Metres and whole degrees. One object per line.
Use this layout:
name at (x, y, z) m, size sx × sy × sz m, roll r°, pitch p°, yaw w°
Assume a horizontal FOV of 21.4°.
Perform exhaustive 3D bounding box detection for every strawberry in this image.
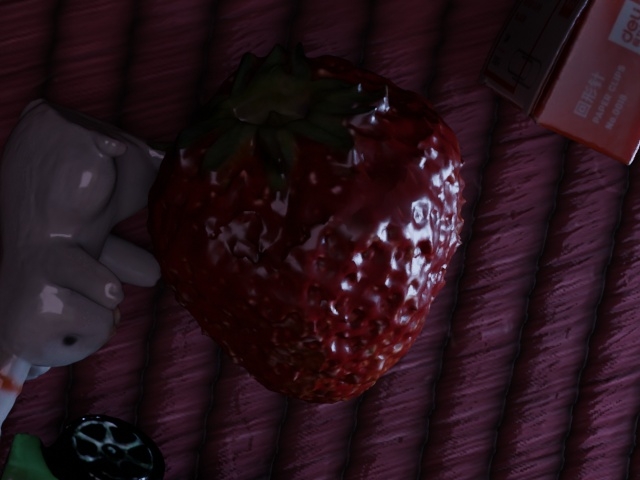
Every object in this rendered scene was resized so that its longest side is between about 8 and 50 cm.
strawberry at (0.000, 0.000, 1.319) m, size 0.257 × 0.257 × 0.277 m, roll -18°, pitch 128°, yaw -2°

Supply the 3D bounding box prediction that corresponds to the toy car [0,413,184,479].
toy car at (-0.162, 0.287, 1.362) m, size 0.358 × 0.176 × 0.213 m, roll 23°, pitch 117°, yaw -11°

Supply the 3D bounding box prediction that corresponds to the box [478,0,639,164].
box at (0.208, -0.149, 1.333) m, size 0.099 × 0.182 × 0.133 m, roll 24°, pitch 101°, yaw -11°

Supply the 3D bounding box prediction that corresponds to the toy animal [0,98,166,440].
toy animal at (-0.200, 0.033, 1.347) m, size 0.138 × 0.140 × 0.283 m, roll 9°, pitch 95°, yaw 14°
